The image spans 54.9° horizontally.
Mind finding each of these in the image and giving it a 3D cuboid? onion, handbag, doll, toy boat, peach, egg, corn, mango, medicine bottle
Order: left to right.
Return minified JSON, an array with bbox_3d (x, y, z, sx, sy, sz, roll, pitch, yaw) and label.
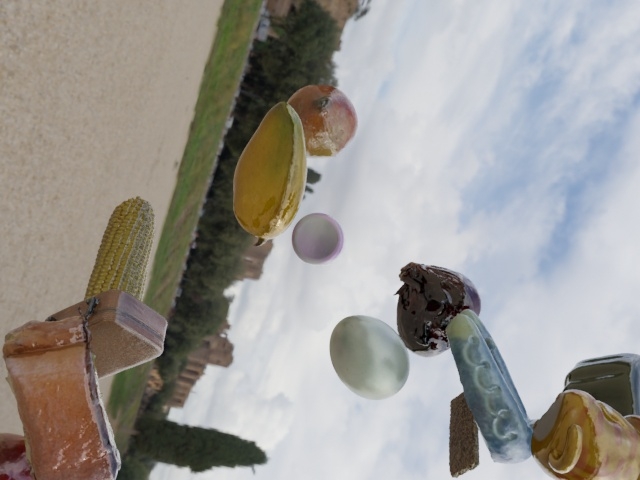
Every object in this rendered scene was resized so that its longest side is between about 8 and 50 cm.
[{"bbox_3d":[-0.369,0.160,1.033,0.193,0.151,0.072,-19,-135,18],"label":"handbag"},{"bbox_3d":[-0.508,0.071,1.568,0.144,0.143,0.387,126,-29,-54],"label":"corn"},{"bbox_3d":[-0.107,-0.137,1.322,0.176,0.119,0.317,33,-67,39],"label":"mango"},{"bbox_3d":[-0.002,-0.328,1.695,0.232,0.232,0.233,-163,-90,-77],"label":"peach"},{"bbox_3d":[0.000,0.000,1.812,0.254,0.152,0.152,13,93,-85],"label":"medicine bottle"},{"bbox_3d":[0.097,0.234,1.255,0.151,0.209,0.151,-24,-147,17],"label":"egg"},{"bbox_3d":[0.335,0.210,1.805,0.221,0.280,0.281,-31,141,-76],"label":"onion"},{"bbox_3d":[0.371,0.299,1.291,0.215,0.123,0.330,13,57,-71],"label":"toy boat"},{"bbox_3d":[0.499,0.364,1.063,0.162,0.269,0.167,-85,-168,-51],"label":"doll"}]

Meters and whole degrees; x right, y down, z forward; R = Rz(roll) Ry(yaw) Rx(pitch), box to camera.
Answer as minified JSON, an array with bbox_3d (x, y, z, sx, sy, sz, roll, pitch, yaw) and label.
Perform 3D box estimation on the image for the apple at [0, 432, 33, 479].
[{"bbox_3d":[-0.618,0.466,1.141,0.251,0.292,0.163,48,-51,54],"label":"apple"}]

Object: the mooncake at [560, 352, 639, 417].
[{"bbox_3d":[0.673,0.426,1.392,0.187,0.351,0.351,-19,-130,40],"label":"mooncake"}]

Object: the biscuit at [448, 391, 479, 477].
[{"bbox_3d":[0.390,0.520,1.684,0.131,0.025,0.231,122,-16,-47],"label":"biscuit"}]

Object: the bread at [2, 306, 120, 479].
[{"bbox_3d":[-0.378,0.227,0.896,0.190,0.123,0.244,-12,-89,66],"label":"bread"}]
